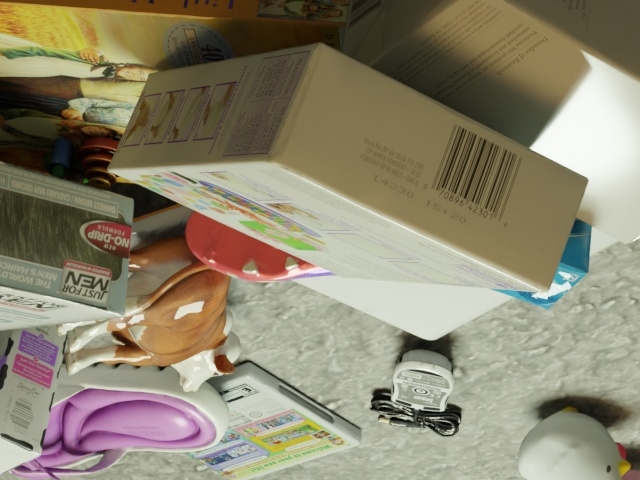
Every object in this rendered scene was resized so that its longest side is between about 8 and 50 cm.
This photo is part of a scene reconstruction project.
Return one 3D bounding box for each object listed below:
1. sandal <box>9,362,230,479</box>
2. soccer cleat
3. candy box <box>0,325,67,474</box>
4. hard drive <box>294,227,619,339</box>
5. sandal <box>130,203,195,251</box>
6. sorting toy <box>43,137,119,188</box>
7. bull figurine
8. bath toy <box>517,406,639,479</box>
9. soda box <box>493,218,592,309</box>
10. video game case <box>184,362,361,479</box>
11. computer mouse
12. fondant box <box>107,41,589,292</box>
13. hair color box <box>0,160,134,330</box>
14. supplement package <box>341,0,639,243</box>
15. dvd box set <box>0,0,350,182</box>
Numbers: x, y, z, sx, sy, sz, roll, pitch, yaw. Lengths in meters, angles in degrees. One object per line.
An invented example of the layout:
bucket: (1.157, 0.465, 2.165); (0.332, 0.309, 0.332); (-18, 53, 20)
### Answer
sandal: (-0.296, 0.224, 2.173); (0.416, 0.102, 0.169); (-14, 129, 35)
soccer cleat: (0.000, 0.000, 1.705); (0.248, 0.083, 0.095); (-1, 171, 20)
candy box: (-0.351, 0.152, 2.007); (0.070, 0.196, 0.165); (29, 143, -30)
hard drive: (0.129, -0.008, 1.782); (0.210, 0.040, 0.319); (25, 144, -27)
sandal: (-0.211, -0.017, 1.834); (0.265, 0.076, 0.102); (-19, 166, 5)
sorting toy: (-0.214, -0.060, 1.664); (0.061, 0.042, 0.102); (26, 150, -34)
bull figurine: (-0.166, 0.076, 1.866); (0.188, 0.101, 0.310); (-11, 158, -11)
bath toy: (0.327, 0.317, 2.171); (0.151, 0.129, 0.348); (-30, 143, -3)
soda box: (0.183, -0.055, 1.542); (0.067, 0.210, 0.071); (19, 146, -15)
video game case: (-0.092, 0.218, 2.211); (0.212, 0.023, 0.193); (-22, 136, 38)
computer mouse: (0.114, 0.160, 2.057); (0.106, 0.042, 0.193); (13, 153, 2)
fondant box: (0.009, -0.050, 1.421); (0.238, 0.096, 0.330); (25, 169, -24)
hair color box: (-0.363, 0.016, 1.709); (0.374, 0.113, 0.185); (-7, 164, 43)
supplement package: (0.186, -0.154, 1.418); (0.293, 0.177, 0.175); (26, 144, -24)
dvd box set: (-0.158, -0.139, 1.603); (0.420, 0.062, 0.307); (5, 155, 5)
